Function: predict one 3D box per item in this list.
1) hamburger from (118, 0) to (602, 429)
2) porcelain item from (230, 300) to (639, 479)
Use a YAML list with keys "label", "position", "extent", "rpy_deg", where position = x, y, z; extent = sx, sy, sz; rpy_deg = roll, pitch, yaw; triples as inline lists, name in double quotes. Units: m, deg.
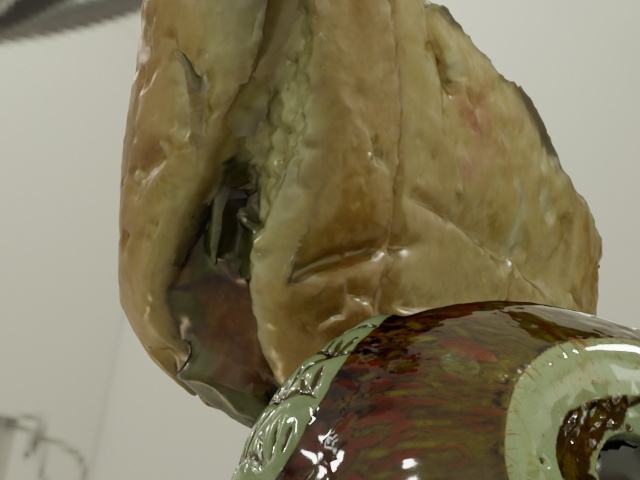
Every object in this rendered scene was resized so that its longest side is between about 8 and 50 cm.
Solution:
- label: "hamburger"
  position: [0.001, 0.002, 0.951]
  extent: [0.162, 0.209, 0.330]
  rpy_deg: [0, -33, 33]
- label: "porcelain item"
  position: [0.061, 0.152, 0.756]
  extent: [0.253, 0.253, 0.253]
  rpy_deg: [8, -21, 3]
